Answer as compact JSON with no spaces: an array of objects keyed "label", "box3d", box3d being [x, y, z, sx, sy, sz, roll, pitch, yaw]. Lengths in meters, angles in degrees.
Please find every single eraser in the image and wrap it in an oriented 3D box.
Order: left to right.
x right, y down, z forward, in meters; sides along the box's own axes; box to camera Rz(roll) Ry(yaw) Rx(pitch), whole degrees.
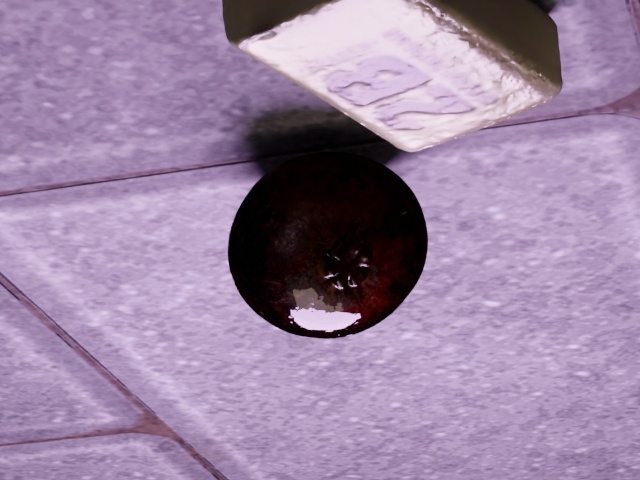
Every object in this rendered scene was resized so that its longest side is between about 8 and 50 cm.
[{"label":"eraser","box3d":[0.041,-0.113,1.079,0.117,0.058,0.172,-18,151,33]}]

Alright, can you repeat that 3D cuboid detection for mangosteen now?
[{"label":"mangosteen","box3d":[0.000,0.000,1.280,0.140,0.140,0.140,-1,156,0]}]
